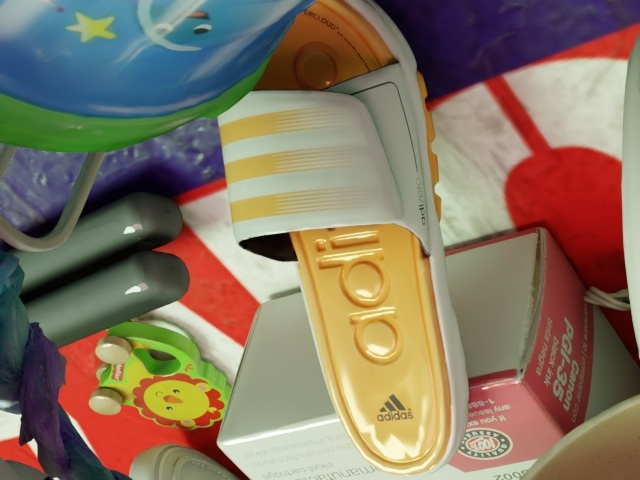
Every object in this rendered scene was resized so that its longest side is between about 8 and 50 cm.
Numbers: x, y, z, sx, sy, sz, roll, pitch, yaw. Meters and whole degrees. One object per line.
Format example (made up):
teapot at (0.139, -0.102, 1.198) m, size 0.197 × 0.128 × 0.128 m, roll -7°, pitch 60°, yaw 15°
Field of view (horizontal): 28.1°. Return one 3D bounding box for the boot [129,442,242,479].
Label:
boot at (-0.021, 0.217, 0.949) m, size 0.123 × 0.095 × 0.258 m, roll -19°, pitch 136°, yaw 26°

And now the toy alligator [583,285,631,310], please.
toy alligator at (0.239, 0.029, 0.683) m, size 0.190 × 0.056 × 0.051 m, roll 13°, pitch 96°, yaw 6°

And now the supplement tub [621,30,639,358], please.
supplement tub at (0.269, -0.015, 0.516) m, size 0.272 × 0.191 × 0.191 m, roll -2°, pitch 135°, yaw 21°

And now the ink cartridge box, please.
ink cartridge box at (0.106, 0.144, 0.795) m, size 0.207 × 0.117 × 0.283 m, roll -17°, pitch 128°, yaw 31°

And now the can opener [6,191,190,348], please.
can opener at (-0.183, 0.042, 0.830) m, size 0.280 × 0.074 × 0.093 m, roll -25°, pitch 159°, yaw 39°

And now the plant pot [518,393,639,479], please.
plant pot at (0.224, 0.228, 0.629) m, size 0.284 × 0.284 × 0.191 m, roll -3°, pitch 155°, yaw 21°

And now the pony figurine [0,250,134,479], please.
pony figurine at (-0.228, 0.071, 0.452) m, size 0.351 × 0.303 × 0.363 m, roll -28°, pitch 112°, yaw 41°

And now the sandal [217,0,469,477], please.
sandal at (0.009, -0.001, 0.619) m, size 0.102 × 0.076 × 0.265 m, roll -13°, pitch 97°, yaw 30°

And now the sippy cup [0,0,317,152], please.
sippy cup at (-0.041, -0.168, 0.392) m, size 0.224 × 0.305 × 0.240 m, roll -20°, pitch 116°, yaw 47°

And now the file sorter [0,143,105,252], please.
file sorter at (-0.254, -0.077, 0.621) m, size 0.278 × 0.193 × 0.173 m, roll -13°, pitch 134°, yaw 29°

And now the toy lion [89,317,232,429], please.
toy lion at (-0.107, 0.095, 0.880) m, size 0.096 × 0.034 × 0.100 m, roll 12°, pitch 138°, yaw -5°
